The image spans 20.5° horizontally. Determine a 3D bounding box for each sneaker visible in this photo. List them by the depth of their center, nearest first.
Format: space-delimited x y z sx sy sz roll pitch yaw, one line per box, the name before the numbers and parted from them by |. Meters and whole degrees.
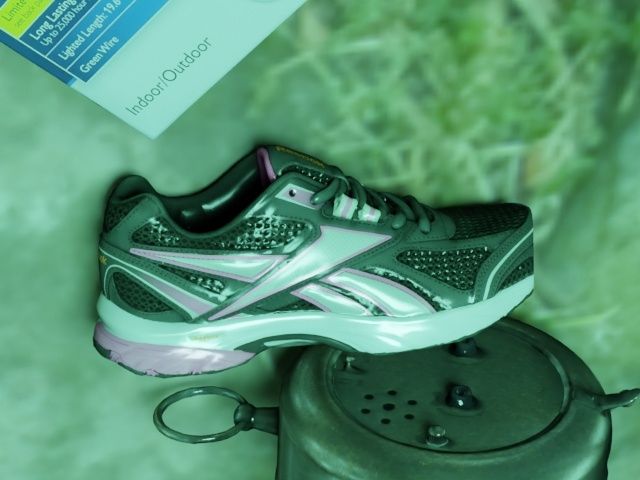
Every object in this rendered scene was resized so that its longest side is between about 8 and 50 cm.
sneaker | 0.000 0.000 0.673 0.178 0.072 0.077 -10 112 -16

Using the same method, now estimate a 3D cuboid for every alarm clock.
alarm clock | 0.028 0.074 0.694 0.192 0.129 0.064 3 120 7

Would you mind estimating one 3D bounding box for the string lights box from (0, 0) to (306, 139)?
string lights box | -0.110 -0.153 0.506 0.260 0.076 0.133 32 132 -23
